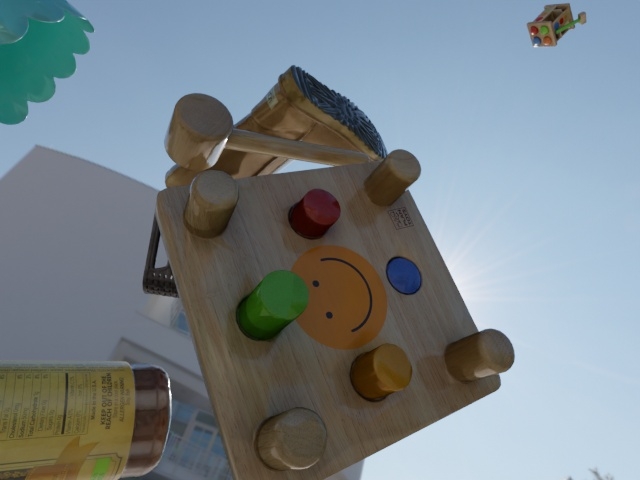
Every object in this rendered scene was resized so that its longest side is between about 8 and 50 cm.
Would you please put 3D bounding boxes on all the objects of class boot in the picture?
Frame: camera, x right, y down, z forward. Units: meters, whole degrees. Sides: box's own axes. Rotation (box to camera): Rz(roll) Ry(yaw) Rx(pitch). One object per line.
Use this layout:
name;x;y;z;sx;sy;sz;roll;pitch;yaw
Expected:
boot;-0.064;-0.123;0.705;0.270;0.089;0.236;-32;-40;32

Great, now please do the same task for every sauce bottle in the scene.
sauce bottle;-0.304;0.150;0.363;0.344;0.111;0.111;11;-30;-33

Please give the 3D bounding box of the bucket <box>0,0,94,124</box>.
bucket;-0.470;-0.274;0.604;0.281;0.281;0.183;-26;-65;42

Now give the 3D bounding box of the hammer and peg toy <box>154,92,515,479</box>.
hammer and peg toy;0.000;0.000;0.418;0.266;0.361;0.127;-11;-21;-29

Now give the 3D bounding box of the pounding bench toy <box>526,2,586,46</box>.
pounding bench toy;0.447;-0.405;0.865;0.052;0.065;0.083;50;-9;-35

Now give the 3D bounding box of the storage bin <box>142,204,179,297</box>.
storage bin;-0.158;0.013;0.600;0.084;0.122;0.180;8;-5;-3
